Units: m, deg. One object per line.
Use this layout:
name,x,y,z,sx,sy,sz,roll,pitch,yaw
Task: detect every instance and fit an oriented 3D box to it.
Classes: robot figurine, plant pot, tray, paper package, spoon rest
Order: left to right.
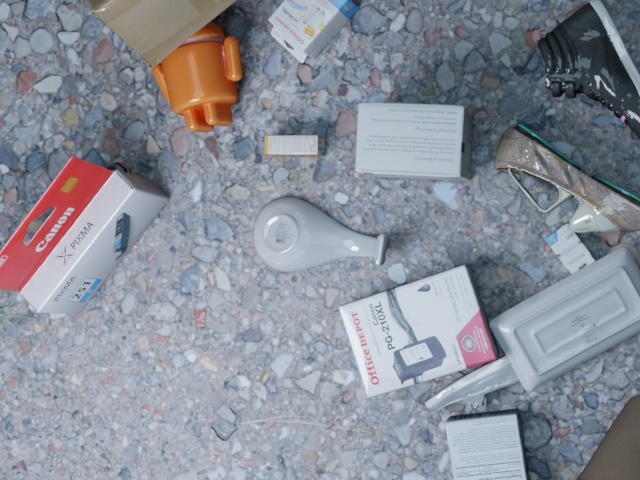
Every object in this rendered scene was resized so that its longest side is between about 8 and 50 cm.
paper package,-0.261,-0.520,1.873,0.325,0.168,0.309,-37,49,11
robot figurine,-0.225,-0.309,1.946,0.128,0.158,0.220,-11,87,-25
spoon rest,0.000,0.000,1.932,0.276,0.084,0.137,10,91,26
tray,0.438,0.136,1.818,0.270,0.030,0.145,-30,94,3
plant pot,0.540,0.384,1.736,0.263,0.263,0.229,19,76,12

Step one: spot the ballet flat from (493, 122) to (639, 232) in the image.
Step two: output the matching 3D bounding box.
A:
ballet flat,0.430,-0.077,1.812,0.316,0.107,0.106,36,95,21

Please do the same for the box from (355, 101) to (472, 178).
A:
box,0.163,-0.166,1.830,0.181,0.181,0.119,4,92,12

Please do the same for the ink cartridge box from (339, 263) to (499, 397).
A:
ink cartridge box,0.172,0.158,1.871,0.237,0.100,0.172,-19,86,12

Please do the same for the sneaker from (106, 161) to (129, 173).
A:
sneaker,-0.420,-0.073,2.018,0.063,0.075,0.170,36,98,10

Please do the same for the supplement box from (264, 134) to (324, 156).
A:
supplement box,-0.046,-0.171,1.939,0.098,0.062,0.036,1,90,14

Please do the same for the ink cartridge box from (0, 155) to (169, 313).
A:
ink cartridge box,-0.440,0.001,1.927,0.066,0.261,0.296,42,99,19

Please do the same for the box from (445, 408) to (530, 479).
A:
box,0.292,0.370,1.859,0.126,0.072,0.137,-9,88,13

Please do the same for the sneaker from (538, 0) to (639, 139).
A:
sneaker,0.469,-0.249,1.804,0.146,0.104,0.296,-27,79,13

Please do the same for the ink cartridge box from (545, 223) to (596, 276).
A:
ink cartridge box,0.432,0.017,1.847,0.048,0.028,0.083,-36,82,10

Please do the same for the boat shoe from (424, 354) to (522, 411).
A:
boat shoe,0.273,0.261,1.873,0.184,0.066,0.063,-29,83,2

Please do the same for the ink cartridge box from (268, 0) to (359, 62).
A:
ink cartridge box,-0.018,-0.399,1.917,0.092,0.090,0.143,43,98,9
